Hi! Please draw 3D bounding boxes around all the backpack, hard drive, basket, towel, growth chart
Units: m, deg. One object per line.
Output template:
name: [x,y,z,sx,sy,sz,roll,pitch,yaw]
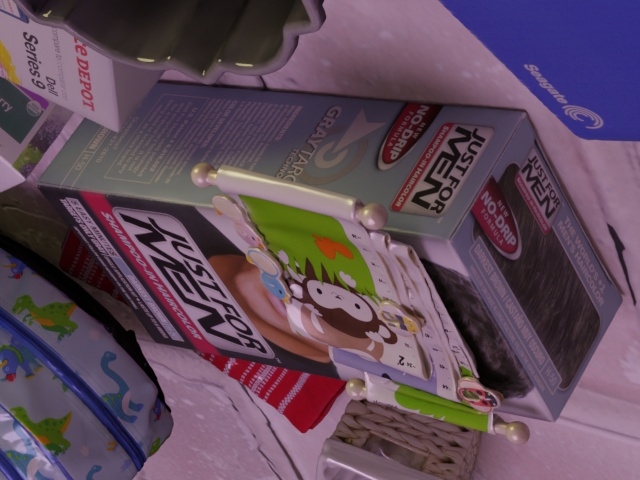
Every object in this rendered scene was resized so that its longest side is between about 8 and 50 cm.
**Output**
backpack: [-0.292,0.113,1.725,0.355,0.273,0.290,15,146,26]
hard drive: [0.214,-0.111,0.980,0.318,0.040,0.210,5,155,44]
basket: [0.066,0.188,1.615,0.113,0.103,0.167,22,153,11]
towel: [-0.093,0.053,1.653,0.275,0.031,0.199,34,153,-2]
growth chart: [0.022,0.039,1.263,0.172,0.021,0.237,7,142,43]

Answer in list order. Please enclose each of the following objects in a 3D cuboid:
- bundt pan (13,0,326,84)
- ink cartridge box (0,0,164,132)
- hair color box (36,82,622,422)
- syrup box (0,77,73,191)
bundt pan: [-0.110,-0.243,1.071,0.330,0.124,0.331,27,153,15]
ink cartridge box: [-0.202,-0.185,1.305,0.212,0.093,0.154,25,152,12]
hair color box: [0.000,0.000,1.368,0.374,0.114,0.185,7,144,40]
syrup box: [-0.289,-0.089,1.557,0.093,0.096,0.237,41,153,-20]
